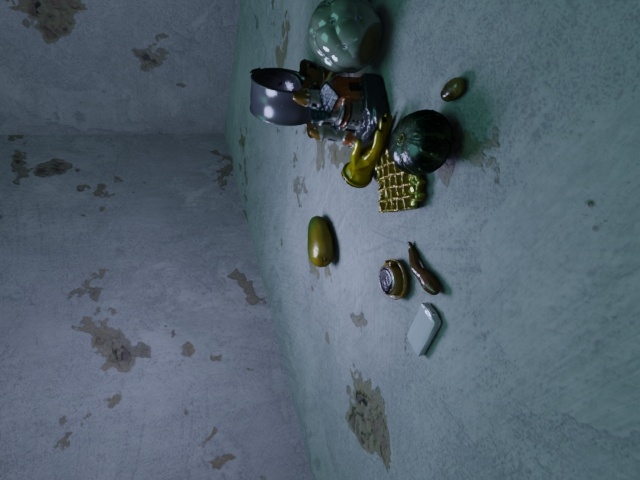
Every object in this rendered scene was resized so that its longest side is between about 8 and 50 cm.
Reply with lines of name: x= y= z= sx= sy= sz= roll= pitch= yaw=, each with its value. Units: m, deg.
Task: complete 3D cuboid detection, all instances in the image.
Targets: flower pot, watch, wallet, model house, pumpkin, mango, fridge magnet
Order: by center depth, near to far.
pumpkin: x=0.275 y=-0.268 z=1.238 sx=0.190 sy=0.146 sz=0.190 roll=-10 pitch=76 yaw=46
wallet: x=0.323 y=0.279 z=1.418 sx=0.190 sy=0.033 sz=0.095 roll=104 pitch=149 yaw=-41
flower pot: x=0.085 y=-0.678 z=1.490 sx=0.195 sy=0.246 sz=0.246 roll=34 pitch=134 yaw=21
fridge magnet: x=0.245 y=0.132 z=1.532 sx=0.143 sy=0.063 sz=0.143 roll=176 pitch=90 yaw=-65
model house: x=0.047 y=-0.449 z=1.581 sx=0.271 sy=0.301 sz=0.190 roll=145 pitch=123 yaw=-66
watch: x=-0.150 y=-0.632 z=1.957 sx=0.335 sy=0.327 sz=0.314 roll=-118 pitch=31 yaw=-44
mango: x=0.000 y=0.000 z=2.054 sx=0.156 sy=0.114 sz=0.250 roll=113 pitch=157 yaw=-68

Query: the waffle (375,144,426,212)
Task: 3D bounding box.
waffle: x=0.252 y=-0.203 z=1.433 sx=0.229 sy=0.057 sz=0.219 roll=175 pitch=89 yaw=-67

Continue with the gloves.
gloves: x=0.169 y=-0.313 z=1.522 sx=0.294 sy=0.116 sz=0.133 roll=116 pitch=175 yaw=-55

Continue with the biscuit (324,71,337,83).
biscuit: x=0.043 y=-0.612 z=1.708 sx=0.118 sy=0.029 sz=0.247 roll=-56 pitch=7 yaw=31

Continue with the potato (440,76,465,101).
potato: x=0.344 y=-0.394 z=1.178 sx=0.083 sy=0.040 sz=0.051 roll=151 pitch=106 yaw=-68

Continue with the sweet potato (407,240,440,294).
sweet potato: x=0.309 y=0.089 z=1.389 sx=0.214 sy=0.050 sz=0.050 roll=-114 pitch=28 yaw=-43
